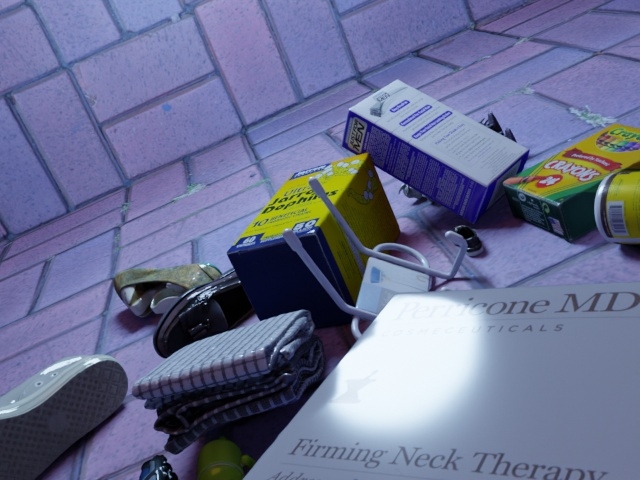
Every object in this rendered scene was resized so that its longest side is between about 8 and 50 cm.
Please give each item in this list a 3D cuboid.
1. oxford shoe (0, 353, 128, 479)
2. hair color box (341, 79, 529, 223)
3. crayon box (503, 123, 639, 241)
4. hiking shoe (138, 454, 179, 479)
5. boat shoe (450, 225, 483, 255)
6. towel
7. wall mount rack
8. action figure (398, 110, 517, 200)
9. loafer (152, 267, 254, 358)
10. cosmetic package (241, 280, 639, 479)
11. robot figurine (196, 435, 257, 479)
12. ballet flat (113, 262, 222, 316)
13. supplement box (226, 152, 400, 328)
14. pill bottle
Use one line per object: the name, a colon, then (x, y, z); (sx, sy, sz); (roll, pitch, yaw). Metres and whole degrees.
oxford shoe: (-0.546, 0.340, 1.412); (0.130, 0.169, 0.449); (2, 26, 44)
hair color box: (0.234, -0.192, 1.671); (0.338, 0.110, 0.185); (35, 47, 21)
crayon box: (0.527, -0.126, 1.486); (0.318, 0.081, 0.202); (-27, 21, -9)
hiking shoe: (-0.237, 0.389, 1.031); (0.132, 0.113, 0.304); (-24, 21, 0)
boat shoe: (0.275, -0.009, 1.535); (0.046, 0.038, 0.125); (-23, 21, 3)
towel: (-0.126, 0.214, 1.264); (0.235, 0.121, 0.283); (-18, 4, 12)
wall mount rack: (0.091, 0.033, 1.348); (0.304, 0.131, 0.350); (18, 29, 2)
action figure: (0.299, -0.177, 1.832); (0.285, 0.099, 0.185); (-30, 30, -3)
loafer: (-0.202, 0.135, 1.618); (0.095, 0.109, 0.302); (4, 31, 43)
cosmetic package: (0.152, 0.271, 0.603); (0.329, 0.328, 0.393); (-6, 26, 39)
robot figurine: (-0.141, 0.328, 1.137); (0.101, 0.067, 0.115); (-28, 21, 2)
ballet flat: (-0.370, 0.121, 1.825); (0.348, 0.123, 0.123); (-8, 26, 36)
supplement box: (0.000, 0.000, 1.589); (0.194, 0.195, 0.356); (-13, 23, 27)
pill bottle: (0.545, -0.051, 1.237); (0.215, 0.117, 0.117); (2, 33, 48)
